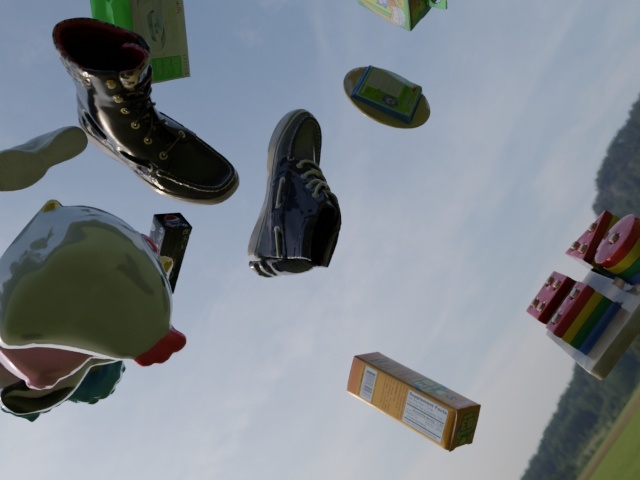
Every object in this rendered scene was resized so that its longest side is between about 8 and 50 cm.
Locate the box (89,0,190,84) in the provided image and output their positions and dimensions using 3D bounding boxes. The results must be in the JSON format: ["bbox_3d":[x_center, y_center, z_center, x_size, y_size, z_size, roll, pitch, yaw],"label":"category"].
[{"bbox_3d":[-0.452,-0.533,1.546,0.231,0.126,0.262,-40,-48,-61],"label":"box"}]

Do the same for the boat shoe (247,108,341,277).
[{"bbox_3d":[-0.020,-0.094,1.132,0.127,0.158,0.341,24,-109,-45],"label":"boat shoe"}]

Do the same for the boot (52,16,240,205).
[{"bbox_3d":[-0.328,-0.236,1.156,0.138,0.377,0.284,-52,-13,-25],"label":"boot"}]

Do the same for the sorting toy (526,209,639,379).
[{"bbox_3d":[0.448,0.062,0.982,0.256,0.089,0.257,-57,-4,7],"label":"sorting toy"}]

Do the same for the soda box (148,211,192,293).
[{"bbox_3d":[-0.303,0.029,1.182,0.060,0.053,0.169,-7,-49,-41],"label":"soda box"}]

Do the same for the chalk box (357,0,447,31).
[{"bbox_3d":[0.199,-0.594,1.427,0.132,0.213,0.132,-51,-21,-7],"label":"chalk box"}]

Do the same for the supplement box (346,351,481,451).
[{"bbox_3d":[0.156,0.272,1.057,0.078,0.233,0.080,2,-75,-45],"label":"supplement box"}]

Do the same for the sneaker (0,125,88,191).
[{"bbox_3d":[-0.564,-0.162,1.191,0.212,0.094,0.080,-32,-56,-28],"label":"sneaker"}]

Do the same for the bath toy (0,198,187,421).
[{"bbox_3d":[-0.197,0.074,0.514,0.348,0.129,0.151,-38,21,56],"label":"bath toy"}]

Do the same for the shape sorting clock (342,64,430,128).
[{"bbox_3d":[0.146,-0.314,1.342,0.206,0.206,0.040,-28,-28,-37],"label":"shape sorting clock"}]
